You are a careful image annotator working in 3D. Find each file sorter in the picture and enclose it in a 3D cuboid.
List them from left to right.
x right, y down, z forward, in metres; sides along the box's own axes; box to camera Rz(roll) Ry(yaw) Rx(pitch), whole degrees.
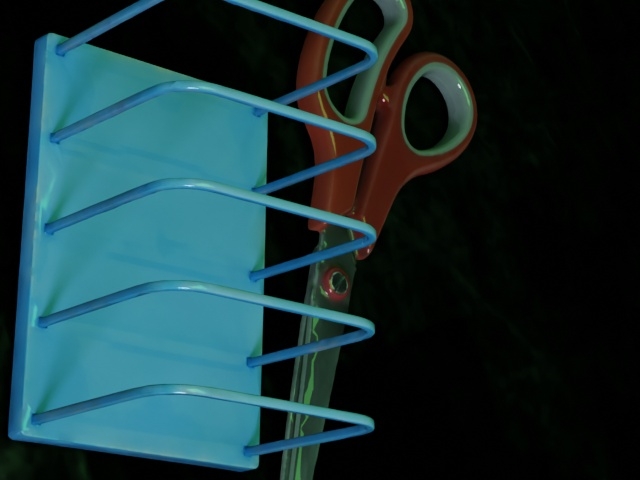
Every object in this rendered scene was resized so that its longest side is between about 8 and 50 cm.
[{"bbox_3d":[-0.045,-0.002,0.678,0.118,0.104,0.170,14,69,-38],"label":"file sorter"}]

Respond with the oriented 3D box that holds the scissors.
[{"bbox_3d":[0.000,0.000,0.778,0.109,0.021,0.297,43,54,-27],"label":"scissors"}]
